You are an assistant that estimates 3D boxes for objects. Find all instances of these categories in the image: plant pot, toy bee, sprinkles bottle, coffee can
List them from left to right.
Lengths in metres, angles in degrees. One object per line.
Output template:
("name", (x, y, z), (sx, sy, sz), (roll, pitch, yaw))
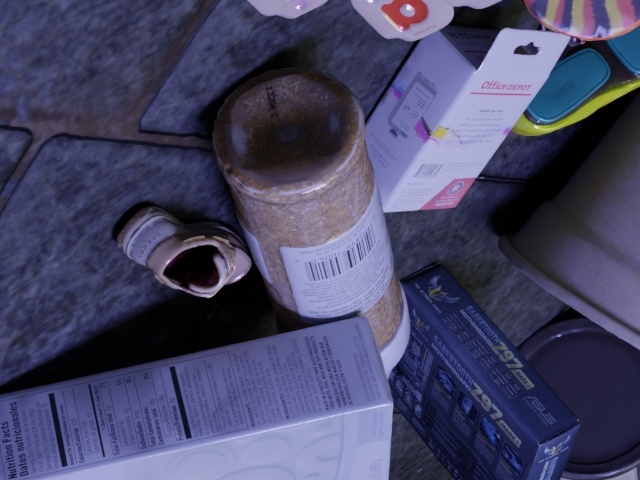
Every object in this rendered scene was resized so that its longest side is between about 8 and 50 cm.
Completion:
("sprinkles bottle", (0.000, 0.000, 1.490), (0.121, 0.121, 0.355), (-37, 152, -12))
("coffee can", (0.335, 0.239, 2.188), (0.201, 0.201, 0.275), (-38, 153, -8))
("toy bee", (0.318, -0.251, 1.475), (0.298, 0.162, 0.195), (-34, -161, 32))
("plant pot", (0.397, -0.043, 1.789), (0.334, 0.334, 0.305), (13, 109, -58))

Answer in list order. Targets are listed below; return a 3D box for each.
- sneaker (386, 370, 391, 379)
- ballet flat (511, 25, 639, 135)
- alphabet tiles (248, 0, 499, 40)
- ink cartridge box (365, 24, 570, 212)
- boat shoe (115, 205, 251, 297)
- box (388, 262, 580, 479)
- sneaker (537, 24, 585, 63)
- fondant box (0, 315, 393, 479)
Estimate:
("sneaker", (-0.029, 0.164, 1.718), (0.258, 0.094, 0.091), (-48, 157, 11))
("ballet flat", (0.266, -0.163, 1.680), (0.231, 0.077, 0.077), (-30, 171, -18))
("alphabet tiles", (0.044, -0.240, 1.140), (0.284, 0.021, 0.278), (-24, 137, 27))
("ink cartridge box", (0.116, -0.120, 1.534), (0.115, 0.067, 0.198), (-4, 135, -51))
("boat shoe", (-0.101, 0.019, 1.452), (0.063, 0.059, 0.170), (-51, 154, 12))
("box", (0.155, 0.164, 1.810), (0.059, 0.232, 0.183), (-26, 148, -25))
("sneaker", (0.245, -0.200, 1.600), (0.119, 0.057, 0.047), (-51, 154, 19))
("fondant box", (-0.108, 0.196, 1.535), (0.330, 0.096, 0.238), (-11, 146, -7))
